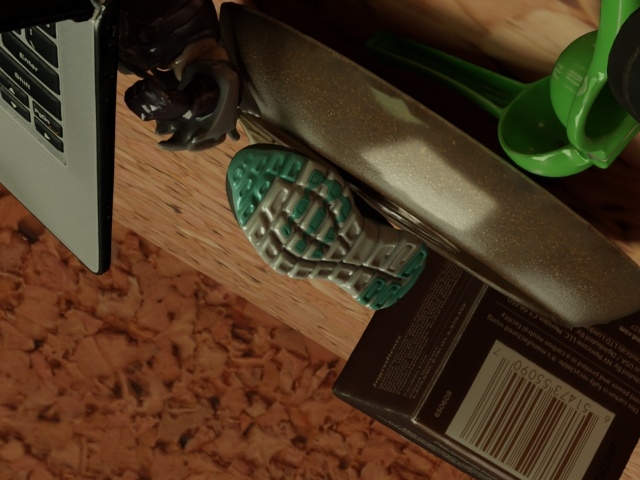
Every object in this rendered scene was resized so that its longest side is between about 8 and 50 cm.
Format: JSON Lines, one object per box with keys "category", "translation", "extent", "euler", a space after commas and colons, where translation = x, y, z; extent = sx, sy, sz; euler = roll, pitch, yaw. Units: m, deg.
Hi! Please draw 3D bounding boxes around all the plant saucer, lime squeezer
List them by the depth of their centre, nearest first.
{"category": "lime squeezer", "translation": [0.102, -0.082, 0.553], "extent": [0.110, 0.058, 0.310], "euler": [61, 170, -3]}
{"category": "plant saucer", "translation": [0.058, -0.034, 0.761], "extent": [0.310, 0.050, 0.310], "euler": [33, 180, 0]}

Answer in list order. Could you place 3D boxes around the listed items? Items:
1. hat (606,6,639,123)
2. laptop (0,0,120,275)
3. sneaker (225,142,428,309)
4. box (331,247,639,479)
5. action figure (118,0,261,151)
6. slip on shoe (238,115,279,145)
{"category": "hat", "translation": [0.225, 0.008, 0.311], "extent": [0.331, 0.134, 0.331], "euler": [45, -176, -4]}
{"category": "laptop", "translation": [-0.296, -0.127, 0.521], "extent": [0.382, 0.236, 0.408], "euler": [43, 156, 11]}
{"category": "sneaker", "translation": [-0.009, -0.014, 0.725], "extent": [0.076, 0.065, 0.166], "euler": [40, -178, 39]}
{"category": "box", "translation": [0.141, 0.097, 0.996], "extent": [0.168, 0.167, 0.203], "euler": [32, 171, -14]}
{"category": "action figure", "translation": [-0.093, -0.141, 0.604], "extent": [0.185, 0.099, 0.285], "euler": [47, 165, 8]}
{"category": "slip on shoe", "translation": [-0.028, -0.087, 0.906], "extent": [0.041, 0.051, 0.135], "euler": [26, 163, 42]}
